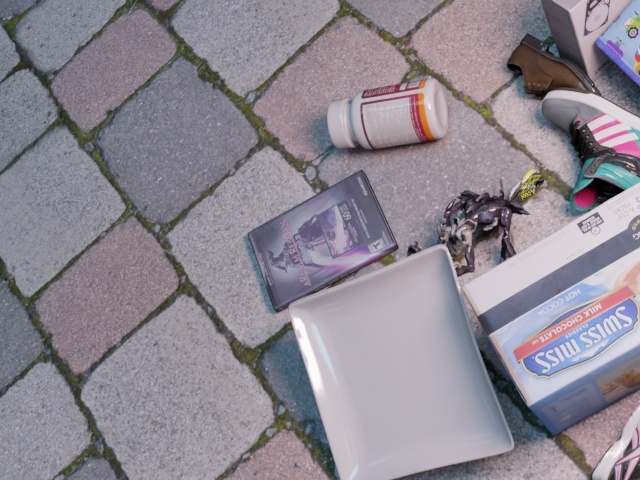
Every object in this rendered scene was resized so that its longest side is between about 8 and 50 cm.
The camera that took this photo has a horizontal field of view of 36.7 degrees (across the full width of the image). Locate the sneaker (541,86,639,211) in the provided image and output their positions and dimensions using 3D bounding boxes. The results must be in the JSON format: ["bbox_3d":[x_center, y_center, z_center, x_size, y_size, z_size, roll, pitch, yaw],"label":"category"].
[{"bbox_3d":[0.480,-0.144,1.708,0.295,0.124,0.178,34,74,33],"label":"sneaker"}]

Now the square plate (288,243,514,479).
[{"bbox_3d":[0.131,0.221,1.637,0.344,0.049,0.347,-23,80,33],"label":"square plate"}]

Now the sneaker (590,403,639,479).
[{"bbox_3d":[0.502,0.320,1.505,0.077,0.072,0.178,34,91,22],"label":"sneaker"}]

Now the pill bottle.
[{"bbox_3d":[0.134,-0.246,1.920,0.221,0.121,0.121,-7,63,23],"label":"pill bottle"}]

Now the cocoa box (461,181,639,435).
[{"bbox_3d":[0.443,0.113,1.524,0.347,0.231,0.228,-31,59,9],"label":"cocoa box"}]

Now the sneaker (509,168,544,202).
[{"bbox_3d":[0.380,-0.094,1.780,0.035,0.031,0.083,34,83,34],"label":"sneaker"}]

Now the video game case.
[{"bbox_3d":[0.000,0.000,1.922,0.274,0.026,0.196,-28,57,10],"label":"video game case"}]

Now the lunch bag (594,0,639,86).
[{"bbox_3d":[0.648,-0.318,1.631,0.221,0.138,0.293,-49,43,25],"label":"lunch bag"}]

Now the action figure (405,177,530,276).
[{"bbox_3d":[0.268,0.003,1.728,0.164,0.141,0.275,23,51,41],"label":"action figure"}]

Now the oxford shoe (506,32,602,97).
[{"bbox_3d":[0.442,-0.300,1.830,0.096,0.083,0.227,-49,46,5],"label":"oxford shoe"}]

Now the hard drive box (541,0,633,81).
[{"bbox_3d":[0.511,-0.430,1.761,0.181,0.232,0.089,-43,56,2],"label":"hard drive box"}]
